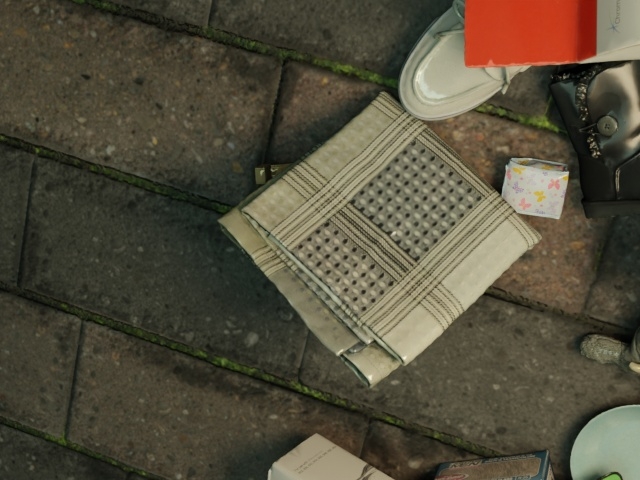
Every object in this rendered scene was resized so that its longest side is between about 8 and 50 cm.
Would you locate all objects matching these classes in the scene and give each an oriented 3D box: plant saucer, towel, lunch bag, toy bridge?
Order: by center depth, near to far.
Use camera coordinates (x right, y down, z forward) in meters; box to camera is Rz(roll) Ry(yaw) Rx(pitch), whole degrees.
[{"bbox_3d":[0.077,-0.012,1.430,0.324,0.056,0.312,-40,77,-17],"label":"towel"},{"bbox_3d":[0.289,-0.074,1.472,0.083,0.053,0.071,7,110,6],"label":"lunch bag"},{"bbox_3d":[0.456,0.316,1.542,0.195,0.037,0.195,5,108,17],"label":"plant saucer"},{"bbox_3d":[-0.001,-0.099,1.550,0.188,0.063,0.026,2,106,16],"label":"toy bridge"}]

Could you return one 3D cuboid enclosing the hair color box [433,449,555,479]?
[{"bbox_3d":[0.290,0.499,1.613,0.174,0.105,0.347,-12,101,20],"label":"hair color box"}]

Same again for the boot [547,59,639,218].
[{"bbox_3d":[0.420,-0.142,1.369,0.246,0.094,0.207,-7,106,38],"label":"boot"}]

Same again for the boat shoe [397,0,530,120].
[{"bbox_3d":[0.240,-0.268,1.372,0.367,0.156,0.136,-32,94,23],"label":"boat shoe"}]

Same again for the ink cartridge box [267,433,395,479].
[{"bbox_3d":[0.053,0.443,1.608,0.273,0.115,0.198,27,124,30],"label":"ink cartridge box"}]

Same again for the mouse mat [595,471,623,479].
[{"bbox_3d":[0.389,0.436,1.535,0.153,0.007,0.189,-26,102,-7],"label":"mouse mat"}]

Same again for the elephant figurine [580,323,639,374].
[{"bbox_3d":[0.492,0.145,1.427,0.186,0.169,0.239,-44,72,-5],"label":"elephant figurine"}]

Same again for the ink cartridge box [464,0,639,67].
[{"bbox_3d":[0.340,-0.357,1.193,0.385,0.091,0.308,0,85,20],"label":"ink cartridge box"}]
